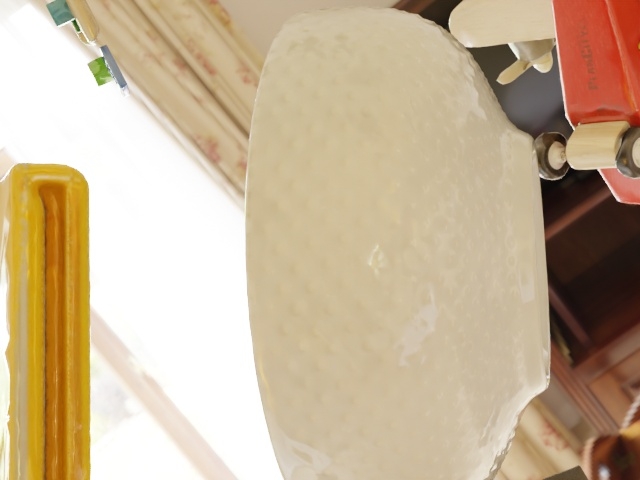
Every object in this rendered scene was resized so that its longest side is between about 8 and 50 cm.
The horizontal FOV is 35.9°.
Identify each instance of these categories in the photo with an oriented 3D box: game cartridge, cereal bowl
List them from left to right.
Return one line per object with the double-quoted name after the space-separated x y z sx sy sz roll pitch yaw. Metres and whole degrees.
-0.225 0.115 0.705 0.053 0.285 0.324 2 -9 -26 "game cartridge"
0.071 0.017 0.634 0.141 0.338 0.339 -4 17 14 "cereal bowl"

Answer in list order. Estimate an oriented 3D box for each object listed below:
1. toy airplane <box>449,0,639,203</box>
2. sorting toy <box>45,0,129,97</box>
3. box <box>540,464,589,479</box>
0.359 -0.281 1.187 0.272 0.386 0.384 -26 -27 -36 "toy airplane"
-0.358 -0.343 1.324 0.047 0.347 0.196 -28 14 -9 "sorting toy"
0.127 0.320 0.874 0.216 0.060 0.270 -18 -38 -13 "box"
